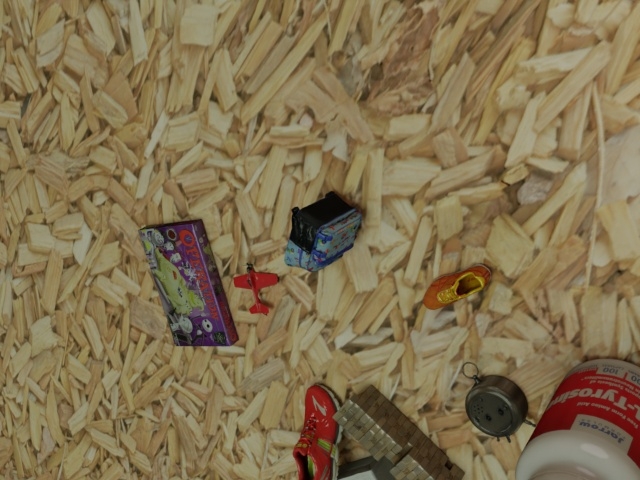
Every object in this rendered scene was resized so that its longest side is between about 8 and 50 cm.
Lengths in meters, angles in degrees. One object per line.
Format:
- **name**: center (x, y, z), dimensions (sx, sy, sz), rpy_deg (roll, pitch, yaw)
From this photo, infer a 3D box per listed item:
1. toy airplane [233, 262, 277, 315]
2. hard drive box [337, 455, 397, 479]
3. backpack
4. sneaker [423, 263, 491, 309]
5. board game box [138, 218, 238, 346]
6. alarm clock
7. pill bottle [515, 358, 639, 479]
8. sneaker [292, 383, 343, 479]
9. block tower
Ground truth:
- **toy airplane**: center (-0.166, 0.128, 1.960), dimensions (0.151, 0.028, 0.151), rpy_deg (15, 118, 30)
- **hard drive box**: center (0.142, 0.671, 1.954), dimensions (0.181, 0.089, 0.232), rpy_deg (-29, 92, 39)
- **backpack**: center (0.000, 0.000, 1.714), dimensions (0.117, 0.158, 0.173), rpy_deg (36, 128, 24)
- **sneaker**: center (0.277, 0.101, 1.632), dimensions (0.175, 0.067, 0.064), rpy_deg (-37, 90, 40)
- **board game box**: center (-0.354, 0.120, 2.072), dimensions (0.208, 0.056, 0.347), rpy_deg (-7, 106, 31)
- **alarm clock**: center (0.368, 0.347, 1.685), dimensions (0.129, 0.064, 0.192), rpy_deg (-38, 84, 38)
- **pill bottle**: center (0.492, 0.402, 1.403), dimensions (0.229, 0.407, 0.229), rpy_deg (13, 117, 28)
- **sneaker**: center (-0.015, 0.499, 1.924), dimensions (0.107, 0.118, 0.279), rpy_deg (-10, 77, 43)
- **block tower**: center (0.191, 0.493, 1.844), dimensions (0.335, 0.097, 0.091), rpy_deg (42, 127, 9)
